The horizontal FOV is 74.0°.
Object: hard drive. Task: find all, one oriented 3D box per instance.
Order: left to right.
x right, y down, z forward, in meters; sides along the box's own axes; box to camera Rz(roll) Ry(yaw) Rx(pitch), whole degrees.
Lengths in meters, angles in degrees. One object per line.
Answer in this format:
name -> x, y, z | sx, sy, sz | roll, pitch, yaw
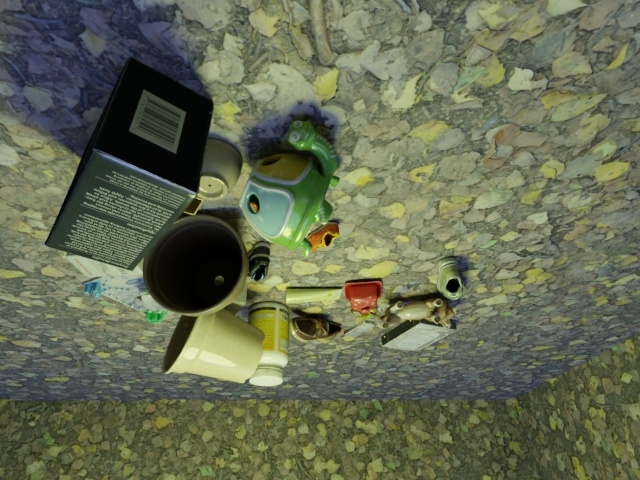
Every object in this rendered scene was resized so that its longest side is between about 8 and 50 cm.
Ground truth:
hard drive -> 0.504, 0.485, 2.204 | 0.237, 0.064, 0.339 | 14, 142, -23

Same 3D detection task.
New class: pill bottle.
pill bottle -> -0.234, 0.459, 1.885 | 0.188, 0.334, 0.188 | -1, 146, -1

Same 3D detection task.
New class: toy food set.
toy food set -> 0.199, 0.329, 1.978 | 0.132, 0.038, 0.192 | -14, 144, 17

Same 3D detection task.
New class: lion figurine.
lion figurine -> 0.406, 0.319, 1.876 | 0.392, 0.142, 0.240 | 2, 172, 3

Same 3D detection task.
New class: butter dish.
butter dish -> 0.184, 0.251, 1.793 | 0.160, 0.118, 0.160 | -4, 146, 4

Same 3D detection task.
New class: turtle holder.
turtle holder -> -0.080, -0.127, 1.121 | 0.227, 0.243, 0.320 | 24, 150, -7

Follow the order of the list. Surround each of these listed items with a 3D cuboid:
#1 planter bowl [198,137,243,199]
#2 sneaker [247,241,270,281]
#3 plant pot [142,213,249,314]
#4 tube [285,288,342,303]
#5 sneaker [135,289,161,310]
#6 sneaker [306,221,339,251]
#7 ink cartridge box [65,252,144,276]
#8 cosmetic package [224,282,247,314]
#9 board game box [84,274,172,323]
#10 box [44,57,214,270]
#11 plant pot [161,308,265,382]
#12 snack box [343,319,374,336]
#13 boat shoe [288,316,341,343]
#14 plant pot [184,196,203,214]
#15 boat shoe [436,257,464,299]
planter bowl -> -0.294, -0.179, 1.144 | 0.162, 0.109, 0.162 | -2, 145, -1
sneaker -> -0.244, 0.109, 1.558 | 0.079, 0.121, 0.217 | 12, 143, -19
plant pot -> -0.381, 0.109, 1.429 | 0.323, 0.323, 0.280 | -3, 162, 2
tube -> -0.030, 0.235, 1.815 | 0.240, 0.062, 0.070 | -1, -174, -10
sneaker -> -0.647, 0.215, 1.654 | 0.212, 0.080, 0.094 | -29, 126, 35
sneaker -> 0.000, 0.000, 1.460 | 0.064, 0.067, 0.175 | 17, 143, -28
ink cartridge box -> -0.739, 0.053, 1.480 | 0.208, 0.087, 0.153 | -4, 146, 1
cosmetic package -> -0.384, 0.268, 1.806 | 0.060, 0.099, 0.239 | 18, 142, -25
board game box -> -0.699, 0.228, 1.774 | 0.390, 0.050, 0.390 | -19, 142, 22
box -> -0.450, -0.156, 1.006 | 0.212, 0.293, 0.395 | 24, 138, -32
plant pot -> -0.401, 0.406, 1.669 | 0.305, 0.334, 0.334 | 29, 136, -22
snack box -> 0.196, 0.452, 2.173 | 0.064, 0.022, 0.178 | 19, 141, -29
boat shoe -> -0.015, 0.413, 2.017 | 0.123, 0.123, 0.342 | -32, 145, 22
plant pot -> -0.384, -0.138, 1.222 | 0.081, 0.083, 0.081 | 18, 140, -27
boat shoe -> 0.528, 0.180, 1.726 | 0.109, 0.094, 0.302 | -13, 144, 16
